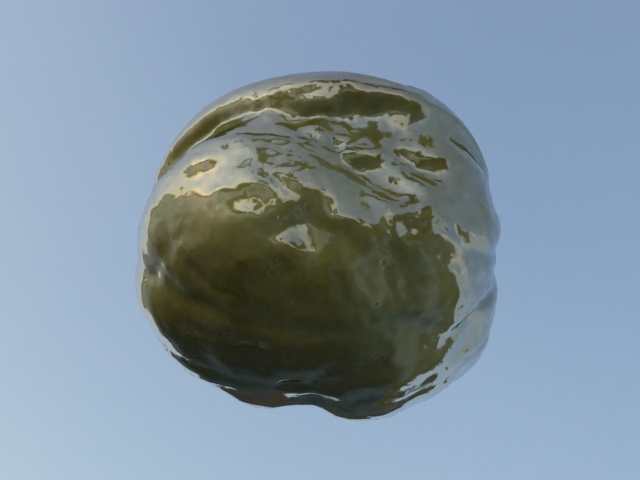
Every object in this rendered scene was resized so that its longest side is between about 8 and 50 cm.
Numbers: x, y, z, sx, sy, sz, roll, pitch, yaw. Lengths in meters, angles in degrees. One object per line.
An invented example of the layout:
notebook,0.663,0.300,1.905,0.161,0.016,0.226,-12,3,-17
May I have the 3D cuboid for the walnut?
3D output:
walnut,0.000,-0.002,0.670,0.277,0.282,0.253,11,-37,0
